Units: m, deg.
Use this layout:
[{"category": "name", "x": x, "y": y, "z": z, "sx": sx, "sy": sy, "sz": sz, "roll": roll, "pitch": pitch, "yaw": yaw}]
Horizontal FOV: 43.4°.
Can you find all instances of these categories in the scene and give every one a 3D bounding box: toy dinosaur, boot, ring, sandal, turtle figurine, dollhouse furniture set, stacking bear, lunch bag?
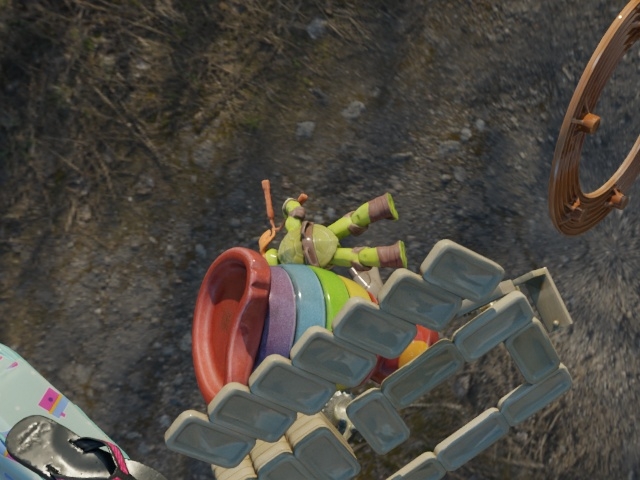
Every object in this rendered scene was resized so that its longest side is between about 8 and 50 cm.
[{"category": "toy dinosaur", "x": 0.003, "y": 0.282, "z": 1.434, "sx": 0.160, "sy": 0.121, "sz": 0.313, "roll": -63, "pitch": 36, "yaw": 24}, {"category": "boot", "x": 0.090, "y": 0.074, "z": 1.325, "sx": 0.042, "sy": 0.118, "sz": 0.087, "roll": -44, "pitch": 79, "yaw": 27}, {"category": "ring", "x": 0.389, "y": -0.155, "z": 1.013, "sx": 0.032, "sy": 0.337, "sz": 0.336, "roll": 30, "pitch": 100, "yaw": 33}, {"category": "sandal", "x": -0.221, "y": 0.214, "z": 0.760, "sx": 0.179, "sy": 0.067, "sz": 0.040, "roll": 24, "pitch": 135, "yaw": 12}, {"category": "turtle figurine", "x": 0.000, "y": 0.000, "z": 1.108, "sx": 0.217, "sy": 0.087, "sz": 0.269, "roll": -16, "pitch": 58, "yaw": 13}, {"category": "dollhouse furniture set", "x": 0.380, "y": 0.146, "z": 1.589, "sx": 0.144, "sy": 0.151, "sz": 0.123, "roll": -33, "pitch": 74, "yaw": 39}, {"category": "stacking bear", "x": 0.011, "y": 0.111, "z": 0.945, "sx": 0.164, "sy": 0.289, "sz": 0.175, "roll": 23, "pitch": 101, "yaw": 64}, {"category": "lunch bag", "x": -0.367, "y": 0.264, "z": 0.948, "sx": 0.279, "sy": 0.108, "sz": 0.224, "roll": 42, "pitch": 125, "yaw": -1}]

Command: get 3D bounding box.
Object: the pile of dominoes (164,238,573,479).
[{"category": "pile of dominoes", "x": 0.038, "y": 0.108, "z": 0.563, "sx": 0.251, "sy": 0.196, "sz": 0.040, "roll": -35, "pitch": 36, "yaw": 0}]
